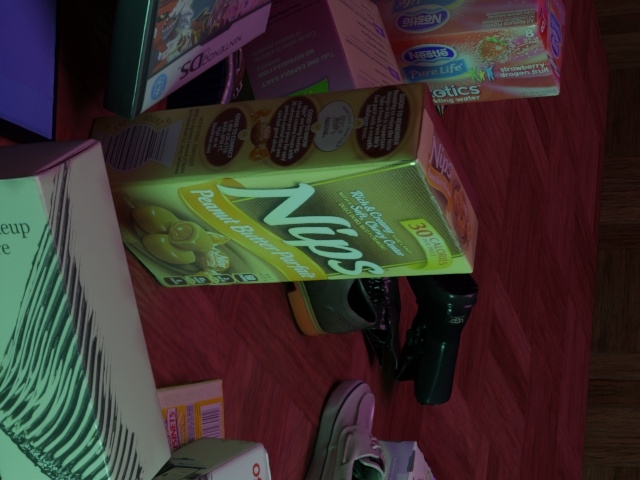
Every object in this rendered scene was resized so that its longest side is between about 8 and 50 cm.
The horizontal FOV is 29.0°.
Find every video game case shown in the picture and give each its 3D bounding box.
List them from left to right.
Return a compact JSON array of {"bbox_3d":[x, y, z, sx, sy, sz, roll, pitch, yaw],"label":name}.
[{"bbox_3d":[-0.092,-0.269,1.086,0.248,0.035,0.275,-45,156,-52],"label":"video game case"}]

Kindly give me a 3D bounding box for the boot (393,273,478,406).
[{"bbox_3d":[0.149,0.102,1.844,0.246,0.094,0.207,-117,-147,-54],"label":"boot"}]

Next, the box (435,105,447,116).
[{"bbox_3d":[0.145,-0.221,1.877,0.052,0.083,0.062,-56,139,-56],"label":"box"}]

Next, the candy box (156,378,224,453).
[{"bbox_3d":[-0.131,0.242,1.207,0.105,0.027,0.206,-1,89,-55],"label":"candy box"}]

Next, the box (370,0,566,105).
[{"bbox_3d":[0.159,-0.277,1.629,0.154,0.300,0.142,56,37,-53],"label":"box"}]

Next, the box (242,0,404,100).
[{"bbox_3d":[0.015,-0.169,1.418,0.213,0.117,0.243,15,55,-67],"label":"box"}]

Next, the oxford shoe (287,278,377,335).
[{"bbox_3d":[0.000,0.000,1.476,0.097,0.098,0.271,-68,148,-44],"label":"oxford shoe"}]

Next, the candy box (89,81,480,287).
[{"bbox_3d":[-0.033,-0.041,1.109,0.183,0.316,0.088,55,38,-52],"label":"candy box"}]

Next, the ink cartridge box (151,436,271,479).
[{"bbox_3d":[-0.126,0.274,1.113,0.190,0.082,0.140,-21,107,-55],"label":"ink cartridge box"}]

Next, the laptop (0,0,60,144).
[{"bbox_3d":[-0.206,-0.225,0.934,0.136,0.264,0.234,53,11,21],"label":"laptop"}]

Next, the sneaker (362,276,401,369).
[{"bbox_3d":[0.085,0.093,1.742,0.089,0.051,0.170,-73,155,-48],"label":"sneaker"}]

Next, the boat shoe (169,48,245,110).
[{"bbox_3d":[-0.107,-0.176,1.274,0.066,0.066,0.183,48,45,-60],"label":"boat shoe"}]

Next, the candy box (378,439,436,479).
[{"bbox_3d":[0.117,0.403,1.766,0.196,0.070,0.165,63,33,-47],"label":"candy box"}]

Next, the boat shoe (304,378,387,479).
[{"bbox_3d":[0.039,0.283,1.561,0.267,0.088,0.096,-65,145,-49],"label":"boat shoe"}]

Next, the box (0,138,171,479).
[{"bbox_3d":[-0.205,0.067,0.951,0.094,0.113,0.275,-46,128,-59],"label":"box"}]
